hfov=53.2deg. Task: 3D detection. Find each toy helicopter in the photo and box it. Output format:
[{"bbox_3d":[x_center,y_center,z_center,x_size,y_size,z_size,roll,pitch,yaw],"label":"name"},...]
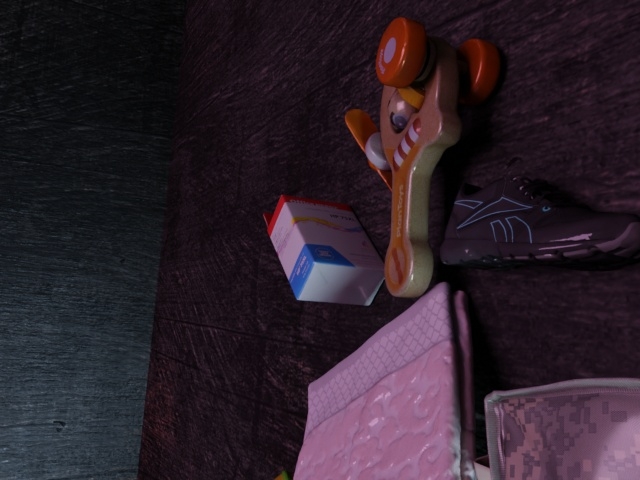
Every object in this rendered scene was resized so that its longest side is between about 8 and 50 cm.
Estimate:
[{"bbox_3d":[0.113,-0.100,0.862,0.235,0.140,0.355,162,113,-67],"label":"toy helicopter"}]

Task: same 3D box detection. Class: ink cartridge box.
[{"bbox_3d":[0.000,0.000,1.050,0.078,0.134,0.231,-66,32,30],"label":"ink cartridge box"}]

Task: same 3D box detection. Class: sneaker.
[{"bbox_3d":[0.219,-0.022,0.675,0.267,0.101,0.106,-2,79,62],"label":"sneaker"}]

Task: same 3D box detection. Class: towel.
[{"bbox_3d":[0.061,0.245,0.794,0.332,0.053,0.317,-45,22,38],"label":"towel"}]

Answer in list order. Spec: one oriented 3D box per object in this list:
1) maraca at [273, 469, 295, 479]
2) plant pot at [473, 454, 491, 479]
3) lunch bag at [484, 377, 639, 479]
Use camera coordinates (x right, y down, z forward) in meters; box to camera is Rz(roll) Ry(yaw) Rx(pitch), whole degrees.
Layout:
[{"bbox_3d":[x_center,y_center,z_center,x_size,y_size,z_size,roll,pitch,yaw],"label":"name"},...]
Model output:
[{"bbox_3d":[-0.043,0.457,1.058,0.186,0.099,0.127,88,169,-46],"label":"maraca"},{"bbox_3d":[0.222,0.255,0.598,0.109,0.109,0.096,1,96,62],"label":"plant pot"},{"bbox_3d":[0.278,0.163,0.362,0.287,0.235,0.169,-31,50,57],"label":"lunch bag"}]
